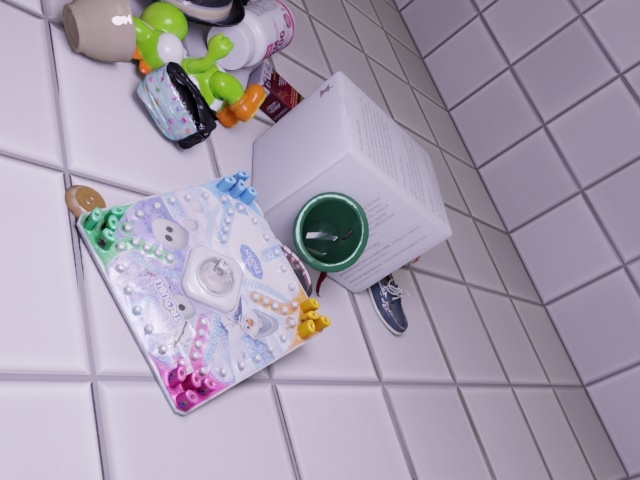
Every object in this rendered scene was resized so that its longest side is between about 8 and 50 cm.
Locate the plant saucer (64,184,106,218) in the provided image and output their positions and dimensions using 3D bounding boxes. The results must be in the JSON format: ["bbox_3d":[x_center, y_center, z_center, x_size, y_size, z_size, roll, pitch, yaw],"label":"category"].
[{"bbox_3d":[-0.420,-0.069,1.138,0.083,0.015,0.083,36,35,-31],"label":"plant saucer"}]

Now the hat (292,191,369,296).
[{"bbox_3d":[0.000,0.000,1.481,0.173,0.209,0.183,32,-11,-8],"label":"hat"}]

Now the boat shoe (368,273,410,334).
[{"bbox_3d":[0.188,0.138,1.766,0.095,0.079,0.255,9,53,-53],"label":"boat shoe"}]

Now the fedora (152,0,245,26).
[{"bbox_3d":[-0.315,-0.694,1.626,0.333,0.153,0.334,21,37,-17],"label":"fedora"}]

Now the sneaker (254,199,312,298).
[{"bbox_3d":[-0.149,0.048,1.363,0.281,0.106,0.162,53,43,-2],"label":"sneaker"}]

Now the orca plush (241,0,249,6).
[{"bbox_3d":[-0.270,-0.730,1.944,0.151,0.102,0.287,47,30,-15],"label":"orca plush"}]

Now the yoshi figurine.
[{"bbox_3d":[-0.308,-0.444,1.530,0.362,0.203,0.203,33,21,-31],"label":"yoshi figurine"}]

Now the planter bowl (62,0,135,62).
[{"bbox_3d":[-0.474,-0.453,1.327,0.109,0.162,0.162,-19,75,-33],"label":"planter bowl"}]

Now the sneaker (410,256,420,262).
[{"bbox_3d":[0.244,-0.032,2.015,0.092,0.088,0.225,-4,64,-56],"label":"sneaker"}]

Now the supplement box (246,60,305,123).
[{"bbox_3d":[-0.110,-0.409,1.888,0.239,0.073,0.130,39,33,-29],"label":"supplement box"}]

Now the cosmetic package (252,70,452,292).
[{"bbox_3d":[0.072,-0.140,1.623,0.393,0.327,0.330,35,35,-33],"label":"cosmetic package"}]

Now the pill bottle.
[{"bbox_3d":[-0.201,-0.604,1.845,0.160,0.160,0.283,50,39,-9],"label":"pill bottle"}]

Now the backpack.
[{"bbox_3d":[-0.321,-0.304,1.413,0.182,0.115,0.152,59,9,-21],"label":"backpack"}]

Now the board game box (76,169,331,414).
[{"bbox_3d":[-0.197,0.068,1.195,0.390,0.050,0.390,-23,81,-47],"label":"board game box"}]
